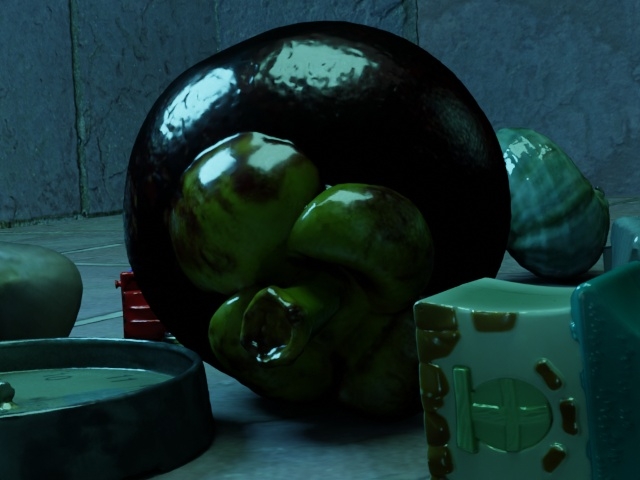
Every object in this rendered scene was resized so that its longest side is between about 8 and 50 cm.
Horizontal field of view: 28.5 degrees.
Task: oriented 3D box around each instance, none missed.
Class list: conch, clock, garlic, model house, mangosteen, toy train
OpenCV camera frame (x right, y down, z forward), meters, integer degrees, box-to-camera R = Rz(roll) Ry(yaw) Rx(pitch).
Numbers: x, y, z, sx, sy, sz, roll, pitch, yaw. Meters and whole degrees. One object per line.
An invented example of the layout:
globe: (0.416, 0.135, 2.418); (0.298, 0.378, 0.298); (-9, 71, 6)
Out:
conch: (0.256, -0.044, 1.570); (0.277, 0.195, 0.220); (-5, 7, -21)
clock: (-0.208, 0.113, 0.840); (0.280, 0.055, 0.280); (-3, 5, 0)
garlic: (-0.346, 0.056, 1.102); (0.279, 0.132, 0.325); (-6, 9, -38)
model house: (0.135, 0.079, 0.635); (0.149, 0.127, 0.100); (-5, 4, 27)
mangosteen: (0.010, -0.008, 0.937); (0.297, 0.297, 0.313); (-7, 43, -40)
toy train: (-0.092, 0.061, 1.221); (0.204, 0.083, 0.131); (-2, 3, -1)

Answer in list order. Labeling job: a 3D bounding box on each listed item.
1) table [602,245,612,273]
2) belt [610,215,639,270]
table: (0.402, 0.025, 1.488); (0.133, 0.043, 0.133); (-3, -3, 0)
belt: (0.370, 0.039, 1.025); (0.260, 0.122, 0.325); (5, 8, 5)
